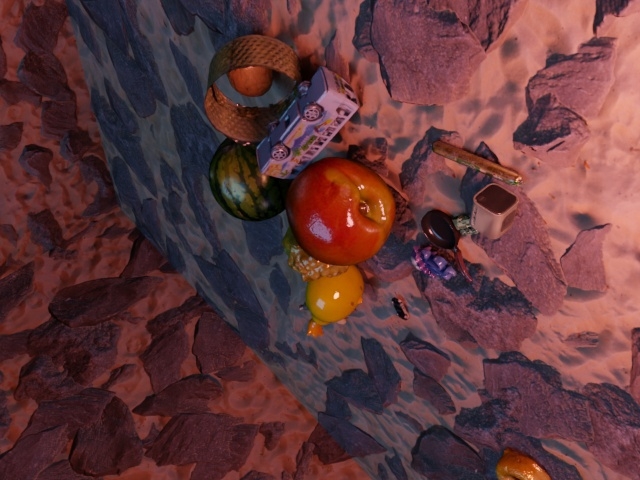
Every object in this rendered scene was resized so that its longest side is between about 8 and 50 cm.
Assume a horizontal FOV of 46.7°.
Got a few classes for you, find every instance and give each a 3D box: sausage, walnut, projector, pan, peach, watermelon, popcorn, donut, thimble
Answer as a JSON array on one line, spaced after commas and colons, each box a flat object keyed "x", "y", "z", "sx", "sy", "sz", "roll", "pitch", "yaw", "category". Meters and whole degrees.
[{"x": 0.347, "y": -0.175, "z": 1.662, "sx": 0.269, "sy": 0.033, "sz": 0.033, "roll": 31, "pitch": 146, "yaw": 40, "category": "sausage"}, {"x": -0.204, "y": -0.496, "z": 2.095, "sx": 0.144, "sy": 0.144, "sz": 0.180, "roll": 39, "pitch": 162, "yaw": 29, "category": "walnut"}, {"x": 0.389, "y": -0.066, "z": 1.665, "sx": 0.083, "sy": 0.083, "sz": 0.082, "roll": 39, "pitch": 151, "yaw": 30, "category": "projector"}, {"x": 0.338, "y": 0.012, "z": 1.899, "sx": 0.212, "sy": 0.040, "sz": 0.115, "roll": 57, "pitch": 154, "yaw": 6, "category": "pan"}, {"x": 0.046, "y": -0.075, "z": 2.014, "sx": 0.308, "sy": 0.307, "sz": 0.332, "roll": 60, "pitch": 159, "yaw": -12, "category": "peach"}, {"x": -0.204, "y": -0.200, "z": 2.289, "sx": 0.285, "sy": 0.285, "sz": 0.285, "roll": 40, "pitch": 151, "yaw": 27, "category": "watermelon"}, {"x": 0.000, "y": 0.000, "z": 2.262, "sx": 0.266, "sy": 0.192, "sz": 0.233, "roll": -37, "pitch": 68, "yaw": 22, "category": "popcorn"}, {"x": 0.617, "y": 0.730, "z": 2.270, "sx": 0.190, "sy": 0.074, "sz": 0.174, "roll": 21, "pitch": 139, "yaw": 48, "category": "donut"}, {"x": -0.175, "y": -0.400, "z": 1.981, "sx": 0.271, "sy": 0.270, "sz": 0.150, "roll": 90, "pitch": 178, "yaw": -51, "category": "thimble"}]

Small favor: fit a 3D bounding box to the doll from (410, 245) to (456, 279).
[{"x": 0.299, "y": 0.061, "z": 1.989, "sx": 0.110, "sy": 0.067, "sz": 0.206, "roll": 53, "pitch": 168, "yaw": -22, "category": "doll"}]

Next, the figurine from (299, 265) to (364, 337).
[{"x": 0.033, "y": 0.201, "z": 2.455, "sx": 0.187, "sy": 0.215, "sz": 0.344, "roll": 23, "pitch": 149, "yaw": 2, "category": "figurine"}]

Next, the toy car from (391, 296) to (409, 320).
[{"x": 0.249, "y": 0.211, "z": 2.315, "sx": 0.041, "sy": 0.025, "sz": 0.093, "roll": 20, "pitch": 142, "yaw": 47, "category": "toy car"}]

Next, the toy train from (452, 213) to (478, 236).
[{"x": 0.362, "y": -0.041, "z": 1.803, "sx": 0.053, "sy": 0.033, "sz": 0.083, "roll": 61, "pitch": 154, "yaw": -6, "category": "toy train"}]

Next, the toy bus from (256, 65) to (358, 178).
[{"x": -0.037, "y": -0.294, "z": 1.923, "sx": 0.329, "sy": 0.136, "sz": 0.109, "roll": -45, "pitch": 43, "yaw": 38, "category": "toy bus"}]
